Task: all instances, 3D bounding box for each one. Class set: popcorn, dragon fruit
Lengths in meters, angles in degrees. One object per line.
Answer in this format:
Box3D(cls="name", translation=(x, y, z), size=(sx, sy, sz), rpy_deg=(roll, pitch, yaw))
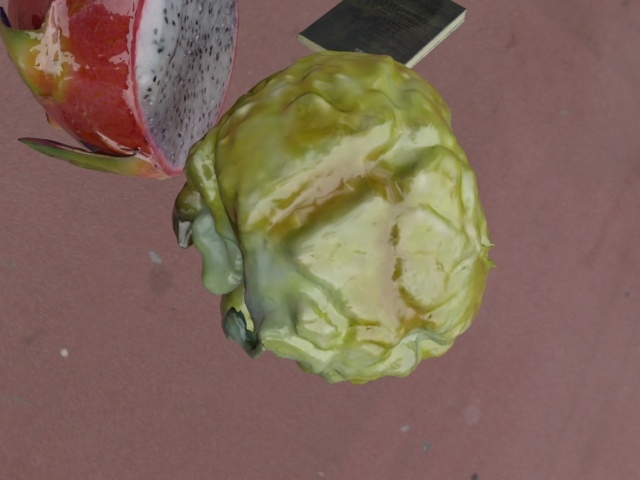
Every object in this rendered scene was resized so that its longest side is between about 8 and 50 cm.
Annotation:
Box3D(cls="popcorn", translation=(0.000, 0.000, 0.420), size=(0.197, 0.212, 0.198), rpy_deg=(22, 56, -38))
Box3D(cls="dragon fruit", translation=(-0.207, -0.217, 0.746), size=(0.189, 0.290, 0.291), rpy_deg=(15, 87, 7))

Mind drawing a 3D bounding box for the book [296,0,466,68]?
Box3D(cls="book", translation=(0.096, -0.325, 1.107), size=(0.160, 0.024, 0.228), rpy_deg=(35, 60, 16))
